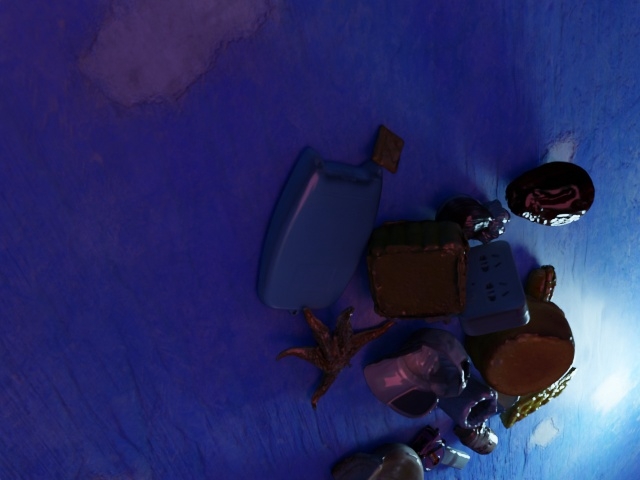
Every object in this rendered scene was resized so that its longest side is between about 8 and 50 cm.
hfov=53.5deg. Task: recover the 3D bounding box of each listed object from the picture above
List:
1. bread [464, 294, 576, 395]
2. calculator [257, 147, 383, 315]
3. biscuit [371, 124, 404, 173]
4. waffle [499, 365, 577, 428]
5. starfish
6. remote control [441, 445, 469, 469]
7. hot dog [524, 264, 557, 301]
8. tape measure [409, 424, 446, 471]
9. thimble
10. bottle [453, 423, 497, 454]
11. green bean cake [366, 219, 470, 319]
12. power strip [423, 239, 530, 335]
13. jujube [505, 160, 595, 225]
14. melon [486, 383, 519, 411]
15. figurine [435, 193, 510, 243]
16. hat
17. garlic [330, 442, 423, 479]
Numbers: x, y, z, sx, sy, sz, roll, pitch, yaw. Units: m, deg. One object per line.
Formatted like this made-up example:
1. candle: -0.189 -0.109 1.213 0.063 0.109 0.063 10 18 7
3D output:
1. bread: 0.565 0.304 1.807 0.311 0.172 0.312 -2 122 -3
2. calculator: 0.000 0.000 1.378 0.256 0.054 0.387 5 116 -36
3. biscuit: 0.146 -0.196 1.369 0.081 0.018 0.083 28 73 -40
4. waffle: 0.717 0.506 2.101 0.274 0.057 0.168 -24 143 -21
5. starfish: 0.041 0.242 1.496 0.301 0.084 0.293 -39 139 -5
6. remote control: 0.425 0.706 2.063 0.162 0.029 0.061 29 95 -40
7. hot dog: 0.646 0.186 1.896 0.104 0.076 0.250 -1 117 -33
8. tape measure: 0.327 0.635 1.931 0.125 0.074 0.118 -41 128 -15
9. thimble: 0.442 0.481 1.894 0.151 0.118 0.127 -23 123 -21
10. bottle: 0.491 0.617 2.018 0.099 0.099 0.152 -51 127 0
11. green bean cake: 0.226 0.067 1.470 0.229 0.131 0.224 -4 124 8
12. power strip: 0.377 0.142 1.603 0.260 0.230 0.141 -15 131 15
13. jujube: 0.588 -0.117 1.640 0.236 0.168 0.168 -9 120 -23
14. melon: 0.568 0.471 2.008 0.202 0.093 0.140 -42 166 -45
15. figurine: 0.375 -0.043 1.569 0.245 0.110 0.138 3 114 -43
16. hat: 0.251 0.334 1.673 0.274 0.161 0.232 -19 115 4
17. garlic: 0.173 0.708 1.829 0.279 0.132 0.325 -40 128 -8
